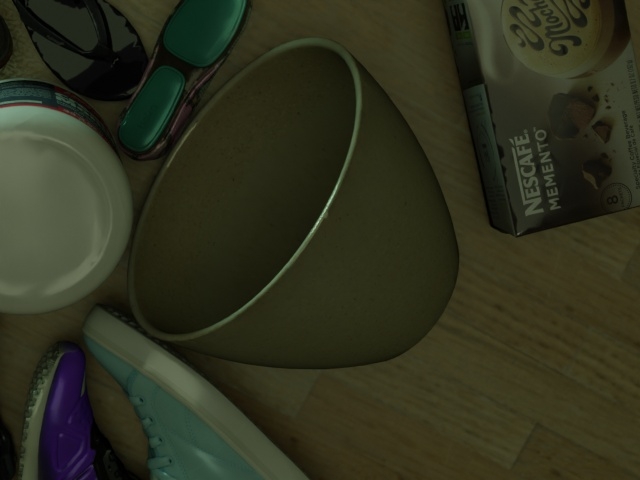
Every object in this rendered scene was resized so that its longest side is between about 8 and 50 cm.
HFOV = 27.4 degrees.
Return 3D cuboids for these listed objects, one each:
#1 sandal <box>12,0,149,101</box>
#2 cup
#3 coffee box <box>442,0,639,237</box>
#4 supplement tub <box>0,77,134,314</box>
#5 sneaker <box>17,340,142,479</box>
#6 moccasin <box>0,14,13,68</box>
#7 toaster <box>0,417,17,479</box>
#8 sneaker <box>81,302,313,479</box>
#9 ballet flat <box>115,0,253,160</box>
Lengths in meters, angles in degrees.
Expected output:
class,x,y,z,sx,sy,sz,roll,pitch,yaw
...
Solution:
class,x,y,z,sx,sy,sz,roll,pitch,yaw
sandal,-0.276,-0.246,1.363,0.097,0.054,0.254,-39,99,0
cup,0.000,0.000,1.319,0.237,0.331,0.331,34,93,-33
coffee box,0.240,-0.168,1.393,0.168,0.119,0.297,-13,98,-5
supplement tub,-0.284,-0.053,1.267,0.191,0.272,0.191,-3,106,-12
sneaker,-0.252,0.251,1.418,0.146,0.102,0.293,6,101,-12
moccasin,-0.492,-0.139,1.318,0.380,0.147,0.139,-31,83,-14
toaster,-0.409,0.197,1.355,0.146,0.129,0.227,-6,122,-1
sneaker,-0.140,0.229,1.395,0.366,0.135,0.150,45,81,-9
ballet flat,-0.139,-0.181,1.374,0.077,0.079,0.221,31,95,8
